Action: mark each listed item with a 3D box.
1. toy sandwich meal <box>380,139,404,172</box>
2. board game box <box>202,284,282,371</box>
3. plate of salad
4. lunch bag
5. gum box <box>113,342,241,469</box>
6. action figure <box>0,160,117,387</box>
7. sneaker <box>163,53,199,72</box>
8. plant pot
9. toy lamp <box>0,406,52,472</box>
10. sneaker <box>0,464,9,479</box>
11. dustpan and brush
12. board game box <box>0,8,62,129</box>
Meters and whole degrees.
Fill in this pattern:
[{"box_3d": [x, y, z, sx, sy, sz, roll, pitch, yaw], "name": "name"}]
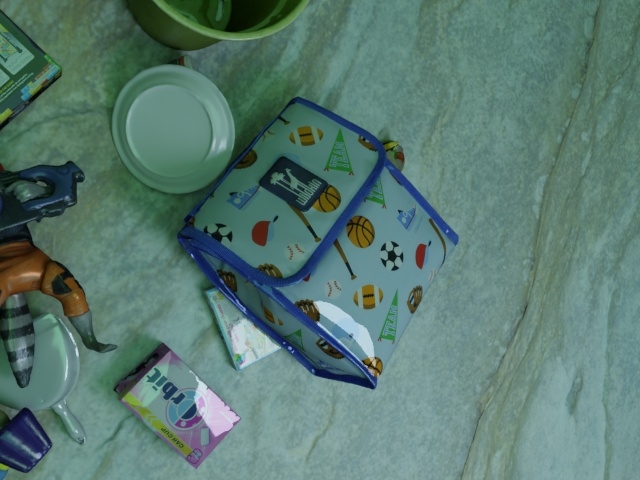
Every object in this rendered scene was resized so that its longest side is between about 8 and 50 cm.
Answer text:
[{"box_3d": [0.137, -0.160, 1.131, 0.085, 0.029, 0.086, -1, 93, -27], "name": "toy sandwich meal"}, {"box_3d": [-0.132, 0.137, 1.008, 0.103, 0.026, 0.154, -24, 102, -25], "name": "board game box"}, {"box_3d": [-0.231, -0.174, 0.904, 0.199, 0.048, 0.200, 2, 106, 6], "name": "plate of salad"}, {"box_3d": [0.000, 0.000, 0.947, 0.385, 0.238, 0.328, 45, 63, -19], "name": "lunch bag"}, {"box_3d": [-0.236, 0.267, 0.939, 0.107, 0.062, 0.188, -46, 111, -18], "name": "gum box"}, {"box_3d": [-0.466, 0.037, 0.744, 0.341, 0.178, 0.331, -17, 78, -34], "name": "action figure"}, {"box_3d": [-0.219, -0.221, 0.944, 0.064, 0.061, 0.158, -13, 104, 4], "name": "sneaker"}, {"box_3d": [-0.177, -0.401, 0.837, 0.275, 0.253, 0.276, -2, 94, -27], "name": "plant pot"}, {"box_3d": [-0.485, 0.209, 0.773, 0.274, 0.080, 0.080, 43, 73, -7], "name": "toy lamp"}, {"box_3d": [-0.531, 0.280, 0.787, 0.082, 0.069, 0.209, -46, 111, -14], "name": "sneaker"}, {"box_3d": [-0.412, 0.226, 0.858, 0.147, 0.060, 0.211, -28, 97, -10], "name": "dustpan and brush"}, {"box_3d": [-0.481, -0.235, 0.804, 0.141, 0.048, 0.170, 46, 73, -19], "name": "board game box"}]
